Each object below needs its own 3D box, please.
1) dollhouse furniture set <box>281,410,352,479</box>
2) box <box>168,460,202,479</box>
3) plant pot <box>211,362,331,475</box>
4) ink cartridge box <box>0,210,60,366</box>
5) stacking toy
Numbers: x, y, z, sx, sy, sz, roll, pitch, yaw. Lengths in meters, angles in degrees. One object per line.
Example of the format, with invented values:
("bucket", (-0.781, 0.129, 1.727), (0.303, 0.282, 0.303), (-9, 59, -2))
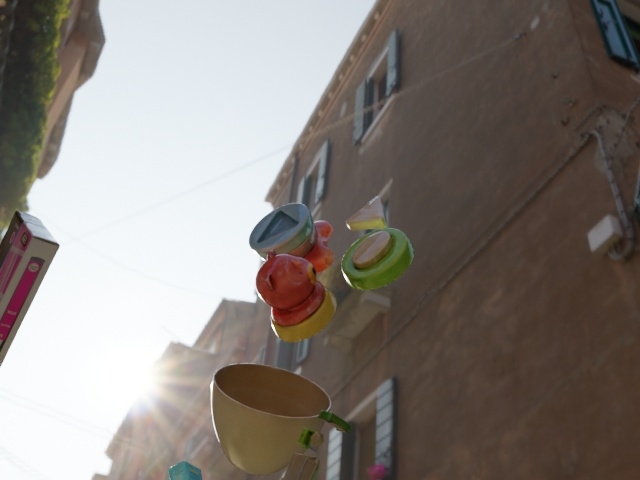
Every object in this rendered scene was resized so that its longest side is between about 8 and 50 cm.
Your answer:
("dollhouse furniture set", (-0.004, 0.394, 1.296), (0.058, 0.151, 0.076), (42, -28, -29))
("box", (-0.387, 0.793, 2.108), (0.060, 0.244, 0.100), (-29, -42, 8))
("plant pot", (-0.134, 0.436, 1.661), (0.284, 0.284, 0.191), (14, -81, -8))
("ink cartridge box", (-0.634, 0.136, 1.385), (0.069, 0.176, 0.371), (22, -86, -37))
("stacking toy", (0.000, 0.000, 1.252), (0.279, 0.309, 0.130), (-29, -59, 6))
